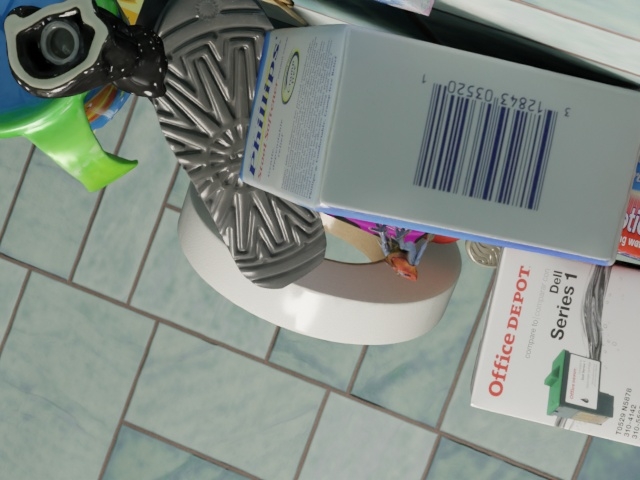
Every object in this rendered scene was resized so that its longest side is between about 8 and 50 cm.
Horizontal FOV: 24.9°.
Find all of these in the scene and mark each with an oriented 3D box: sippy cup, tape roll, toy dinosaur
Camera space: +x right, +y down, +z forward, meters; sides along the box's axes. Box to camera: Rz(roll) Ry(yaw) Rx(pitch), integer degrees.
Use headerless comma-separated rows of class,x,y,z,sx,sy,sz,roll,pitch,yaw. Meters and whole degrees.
sippy cup,-0.299,-0.207,1.517,0.240,0.305,0.224,4,175,10
tape roll,0.000,0.000,1.959,0.392,0.072,0.392,15,-152,-8
toy dinosaur,0.067,0.018,1.272,0.047,0.090,0.082,3,136,23

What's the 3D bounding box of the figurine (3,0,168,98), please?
figurine,-0.216,-0.218,1.238,0.215,0.092,0.209,62,-167,6

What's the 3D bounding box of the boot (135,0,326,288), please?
boot,-0.136,-0.198,1.690,0.146,0.367,0.445,-16,-148,-6

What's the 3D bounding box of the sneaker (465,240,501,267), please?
sneaker,0.274,-0.041,1.905,0.083,0.222,0.118,61,171,-17

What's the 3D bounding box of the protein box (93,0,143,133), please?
protein box,-0.331,-0.254,1.772,0.136,0.201,0.200,19,-178,-29

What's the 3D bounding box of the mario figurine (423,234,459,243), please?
mario figurine,0.185,-0.111,1.993,0.170,0.198,0.320,41,-163,7

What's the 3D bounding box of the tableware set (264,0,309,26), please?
tableware set,-0.096,-0.234,1.240,0.194,0.039,0.128,19,-178,-40

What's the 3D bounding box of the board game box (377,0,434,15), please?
board game box,0.025,-0.193,1.049,0.090,0.020,0.090,21,-177,30

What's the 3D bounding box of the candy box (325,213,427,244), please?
candy box,0.041,-0.117,1.690,0.159,0.071,0.233,22,-144,-46

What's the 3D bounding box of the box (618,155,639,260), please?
box,0.319,-0.034,1.231,0.123,0.128,0.257,17,-176,-25

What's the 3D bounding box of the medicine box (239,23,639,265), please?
medicine box,0.094,-0.088,1.256,0.264,0.149,0.289,10,-176,-16

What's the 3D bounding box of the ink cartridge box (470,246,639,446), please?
ink cartridge box,0.258,0.097,1.337,0.219,0.160,0.092,12,-174,7
